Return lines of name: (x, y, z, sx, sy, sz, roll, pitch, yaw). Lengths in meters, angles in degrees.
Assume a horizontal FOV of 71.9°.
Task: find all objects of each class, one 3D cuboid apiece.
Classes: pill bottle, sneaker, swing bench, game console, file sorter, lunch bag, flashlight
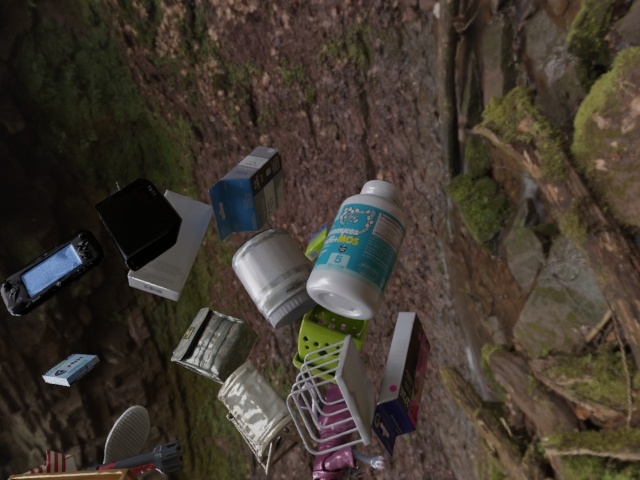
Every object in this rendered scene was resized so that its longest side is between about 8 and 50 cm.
pill bottle: (0.084, 0.011, 0.875, 0.146, 0.146, 0.264, 73, -143, -58)
sneaker: (-0.739, 0.766, 1.647, 0.150, 0.135, 0.366, 27, 96, 65)
swing bench: (-0.201, 0.580, 1.455, 0.253, 0.165, 0.255, 39, 151, 34)
game console: (-0.460, 0.022, 0.888, 0.213, 0.361, 0.044, 42, 163, 36)
file sorter: (0.034, 0.424, 1.225, 0.277, 0.172, 0.193, -44, -70, -79)
lunch bag: (-0.430, 0.404, 1.731, 0.236, 0.286, 0.169, -64, -29, -27)
flashlight: (-0.614, 0.763, 1.458, 0.103, 0.303, 0.103, -112, 16, -47)

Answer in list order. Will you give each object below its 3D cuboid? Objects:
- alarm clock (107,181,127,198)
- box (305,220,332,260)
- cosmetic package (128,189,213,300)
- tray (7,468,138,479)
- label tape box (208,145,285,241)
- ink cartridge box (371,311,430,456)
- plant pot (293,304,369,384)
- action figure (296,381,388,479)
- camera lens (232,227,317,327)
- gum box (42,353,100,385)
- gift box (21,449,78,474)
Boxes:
alarm clock: (-0.470, -0.059, 1.095, 0.064, 0.129, 0.192, 63, -178, -67)
box: (0.000, 0.000, 1.669, 0.042, 0.109, 0.178, 44, -162, -11)
cosmetic package: (-0.562, 0.019, 1.677, 0.155, 0.196, 0.366, 136, 154, -62)
tray: (-0.724, 0.744, 1.194, 0.203, 0.410, 0.076, -79, -26, -56)
label tape box: (-0.259, -0.169, 1.658, 0.334, 0.105, 0.241, -55, -28, -43)
ink cartridge box: (0.239, 0.403, 1.266, 0.176, 0.069, 0.371, 62, -141, -34)
plant pot: (0.034, 0.370, 1.598, 0.227, 0.228, 0.207, -46, -25, -73)
action figure: (0.042, 0.600, 1.315, 0.370, 0.275, 0.248, -70, 2, -52)
camera lens: (-0.137, 0.114, 1.421, 0.274, 0.219, 0.219, 55, 175, 16)
gum box: (-1.089, 0.562, 1.932, 0.157, 0.184, 0.041, -44, -58, -52)
gift box: (-0.982, 0.898, 1.552, 0.258, 0.255, 0.277, -33, 80, 52)
